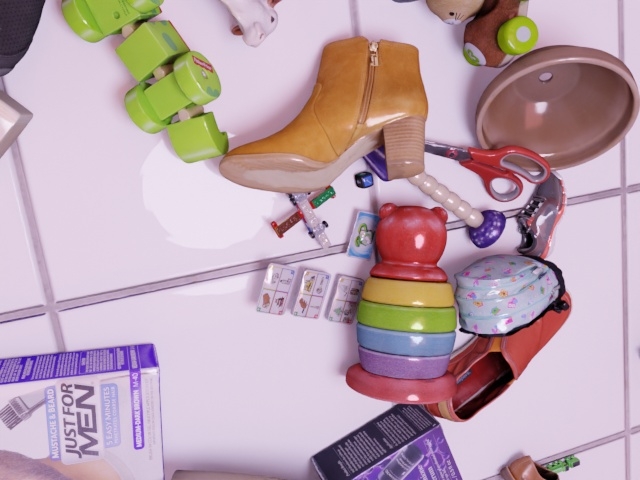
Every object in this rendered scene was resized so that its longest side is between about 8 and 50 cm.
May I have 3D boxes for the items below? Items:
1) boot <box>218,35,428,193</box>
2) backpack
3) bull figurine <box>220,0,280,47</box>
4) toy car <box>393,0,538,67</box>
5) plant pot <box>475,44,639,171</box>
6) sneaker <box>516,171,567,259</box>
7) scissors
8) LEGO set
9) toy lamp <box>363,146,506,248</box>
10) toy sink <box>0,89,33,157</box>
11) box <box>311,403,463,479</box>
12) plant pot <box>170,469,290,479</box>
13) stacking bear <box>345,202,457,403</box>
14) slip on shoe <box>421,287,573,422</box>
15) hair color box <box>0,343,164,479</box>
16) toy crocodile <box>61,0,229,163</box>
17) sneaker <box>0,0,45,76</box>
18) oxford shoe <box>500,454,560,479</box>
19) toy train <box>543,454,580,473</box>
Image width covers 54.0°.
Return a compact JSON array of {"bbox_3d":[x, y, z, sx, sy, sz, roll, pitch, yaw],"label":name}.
[{"bbox_3d":[0.004,-0.184,0.891,0.295,0.104,0.211,-4,69,0],"label":"boot"},{"bbox_3d":[0.287,0.084,0.999,0.182,0.152,0.115,-21,98,-42],"label":"backpack"},{"bbox_3d":[-0.128,-0.406,0.795,0.188,0.101,0.310,-5,95,-56],"label":"bull figurine"},{"bbox_3d":[0.203,-0.340,0.919,0.188,0.155,0.148,7,98,-11],"label":"toy car"},{"bbox_3d":[0.361,-0.224,0.983,0.237,0.237,0.109,20,53,-21],"label":"plant pot"},{"bbox_3d":[0.374,-0.044,1.078,0.065,0.061,0.157,5,98,-14],"label":"sneaker"},{"bbox_3d":[0.231,-0.144,1.002,0.297,0.021,0.109,24,135,-19],"label":"scissors"},{"bbox_3d":[0.000,0.000,0.974,0.182,0.060,0.244,12,97,-33],"label":"LEGO set"},{"bbox_3d":[0.176,-0.086,0.991,0.275,0.080,0.080,31,89,-24],"label":"toy lamp"},{"bbox_3d":[-0.473,-0.166,0.709,0.234,0.153,0.131,39,86,-22],"label":"toy sink"},{"bbox_3d":[0.114,0.389,1.040,0.207,0.108,0.153,-29,109,-13],"label":"box"},{"bbox_3d":[-0.062,0.445,0.880,0.274,0.256,0.256,-3,101,-5],"label":"plant pot"},{"bbox_3d":[0.133,0.088,0.965,0.175,0.164,0.289,3,90,3],"label":"stacking bear"},{"bbox_3d":[0.317,0.195,1.080,0.331,0.101,0.123,-36,108,-11],"label":"slip on shoe"},{"bbox_3d":[-0.388,0.256,0.842,0.339,0.110,0.185,-4,102,-17],"label":"hair color box"},{"bbox_3d":[-0.220,-0.253,0.810,0.115,0.105,0.340,-25,105,24],"label":"toy crocodile"},{"bbox_3d":[-0.337,-0.351,0.685,0.125,0.140,0.340,12,85,-52],"label":"sneaker"},{"bbox_3d":[0.432,0.479,1.178,0.076,0.076,0.212,-43,111,9],"label":"oxford shoe"},{"bbox_3d":[0.466,0.439,1.217,0.083,0.024,0.017,-14,104,-17],"label":"toy train"}]
